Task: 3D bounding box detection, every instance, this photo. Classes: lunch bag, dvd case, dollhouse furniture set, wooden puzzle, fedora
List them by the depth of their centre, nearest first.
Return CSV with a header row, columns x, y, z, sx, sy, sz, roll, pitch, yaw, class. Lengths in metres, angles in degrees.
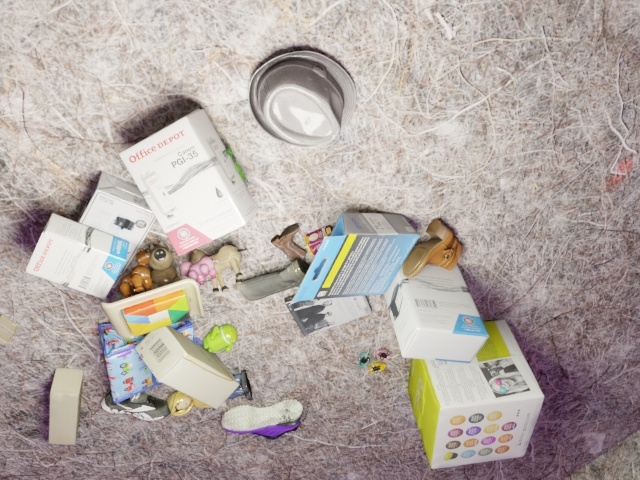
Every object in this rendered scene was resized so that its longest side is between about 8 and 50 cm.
x,y,z,sx,sy,sz,roll,pitch,yaw,class
-0.037,-0.309,1.459,0.275,0.124,0.243,33,117,-30,fedora
-0.426,0.186,1.601,0.238,0.044,0.221,-14,154,-13,wooden puzzle
-0.959,0.241,1.774,0.058,0.076,0.152,-23,128,25,dollhouse furniture set
-0.517,0.349,1.920,0.293,0.138,0.221,-12,131,-22,lunch bag
0.027,0.206,1.943,0.238,0.030,0.179,-20,131,5,dvd case

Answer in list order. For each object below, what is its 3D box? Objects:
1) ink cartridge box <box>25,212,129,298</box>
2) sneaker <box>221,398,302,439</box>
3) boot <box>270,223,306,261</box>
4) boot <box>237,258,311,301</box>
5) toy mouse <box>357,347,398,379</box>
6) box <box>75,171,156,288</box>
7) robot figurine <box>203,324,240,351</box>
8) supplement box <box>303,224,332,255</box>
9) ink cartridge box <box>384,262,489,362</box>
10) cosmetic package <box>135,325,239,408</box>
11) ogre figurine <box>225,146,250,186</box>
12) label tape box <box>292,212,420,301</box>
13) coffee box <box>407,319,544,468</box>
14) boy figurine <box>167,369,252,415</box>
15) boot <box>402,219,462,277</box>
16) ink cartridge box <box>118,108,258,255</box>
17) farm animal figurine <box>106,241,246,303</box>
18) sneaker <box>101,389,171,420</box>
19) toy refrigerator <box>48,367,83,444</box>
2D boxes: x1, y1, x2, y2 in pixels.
x,y,z,sx,sy,sz,roll,pitch,yaw,class
-0.607,0.041,1.548,0.203,0.086,0.148,25,120,-24,ink cartridge box
-0.208,0.669,2.228,0.293,0.102,0.146,-5,130,-6,sneaker
-0.069,0.012,1.767,0.106,0.037,0.114,-28,126,29,boot
-0.115,0.137,1.836,0.208,0.076,0.189,-29,139,17,boot
0.183,0.402,2.129,0.160,0.031,0.143,-26,129,10,toy mouse
-0.559,-0.020,1.621,0.169,0.087,0.290,23,121,-25,box
-0.312,0.307,1.940,0.115,0.067,0.101,-27,132,12,robot figurine
0.000,0.000,1.759,0.083,0.055,0.043,-23,129,7,supplement box
0.324,0.194,1.811,0.223,0.308,0.129,7,129,-16,ink cartridge box
-0.392,0.378,1.846,0.113,0.160,0.309,-46,145,-5,cosmetic package
-0.267,-0.141,1.574,0.197,0.097,0.118,-44,112,10,ogre figurine
0.079,0.043,1.710,0.333,0.106,0.241,0,131,-36,label tape box
0.497,0.512,2.076,0.334,0.338,0.338,-6,129,-5,coffee box
-0.380,0.512,2.080,0.284,0.092,0.177,-12,132,-5,boy figurine
0.337,0.054,1.813,0.152,0.073,0.197,40,85,-39,boot
-0.312,-0.138,1.472,0.207,0.117,0.283,-24,104,19,ink cartridge box
-0.400,0.094,1.692,0.330,0.172,0.327,-3,149,-31,farm animal figurine
-0.607,0.540,2.068,0.234,0.078,0.106,15,127,-19,sneaker
-0.836,0.544,2.015,0.094,0.102,0.270,7,127,-16,toy refrigerator
